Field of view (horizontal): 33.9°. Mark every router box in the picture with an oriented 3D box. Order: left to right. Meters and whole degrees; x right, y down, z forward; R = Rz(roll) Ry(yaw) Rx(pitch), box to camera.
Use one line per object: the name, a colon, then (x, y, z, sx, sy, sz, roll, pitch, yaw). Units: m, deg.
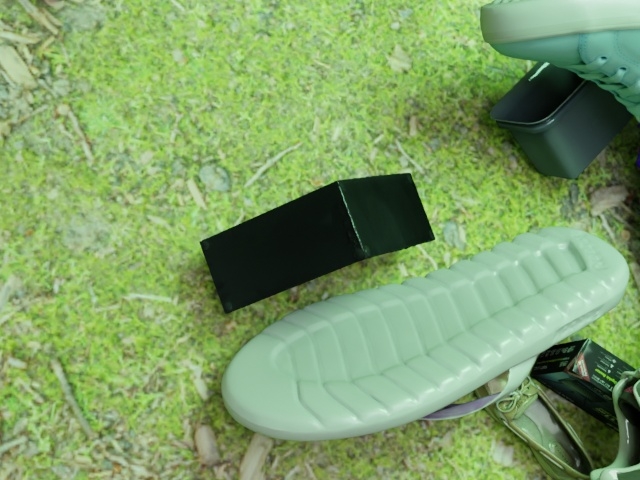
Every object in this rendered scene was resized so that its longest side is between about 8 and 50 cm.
router box: (0.279, 0.145, 1.025, 0.122, 0.092, 0.038, 33, 74, -6)

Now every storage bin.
storage bin: (0.250, -0.131, 1.074, 0.135, 0.098, 0.091, -44, 120, -17)

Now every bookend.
bookend: (0.000, 0.000, 0.983, 0.157, 0.156, 0.072, -22, 85, 28)

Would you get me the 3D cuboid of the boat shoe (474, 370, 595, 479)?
boat shoe: (0.209, 0.173, 1.026, 0.056, 0.048, 0.153, -38, 91, -17)

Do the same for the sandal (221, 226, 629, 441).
sandal: (0.115, 0.108, 0.982, 0.416, 0.169, 0.102, -19, 125, -16)

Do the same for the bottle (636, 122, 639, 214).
bottle: (0.389, -0.025, 1.074, 0.118, 0.092, 0.282, -16, 83, 15)

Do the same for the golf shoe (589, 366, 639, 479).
golf shoe: (0.336, 0.125, 0.944, 0.120, 0.105, 0.272, 21, 75, -2)

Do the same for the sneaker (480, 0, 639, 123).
sneaker: (0.321, -0.152, 0.967, 0.366, 0.135, 0.150, 1, 98, -11)
